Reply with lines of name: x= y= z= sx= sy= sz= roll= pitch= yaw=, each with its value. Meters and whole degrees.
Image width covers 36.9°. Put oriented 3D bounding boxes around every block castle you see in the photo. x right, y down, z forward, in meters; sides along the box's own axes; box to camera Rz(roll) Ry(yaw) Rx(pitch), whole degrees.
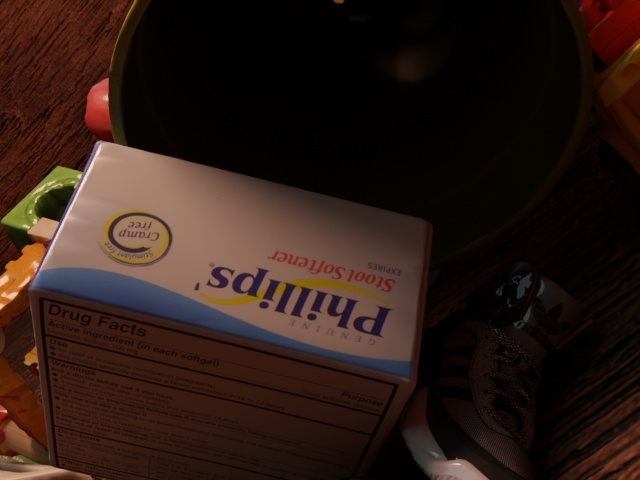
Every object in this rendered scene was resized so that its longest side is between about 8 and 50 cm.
block castle: x=-0.307 y=0.038 z=1.221 sx=0.213 sy=0.303 sz=0.453 roll=14 pitch=52 yaw=33

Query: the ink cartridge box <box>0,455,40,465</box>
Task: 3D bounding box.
ink cartridge box: x=-0.507 y=0.433 z=1.341 sx=0.201 sy=0.117 sz=0.278 roll=-44 pitch=17 yaw=12

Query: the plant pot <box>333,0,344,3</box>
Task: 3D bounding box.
plant pot: x=0.112 y=-0.284 z=1.555 sx=0.215 sy=0.215 sz=0.230 roll=-39 pitch=33 yaw=24

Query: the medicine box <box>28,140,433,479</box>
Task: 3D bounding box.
medicine box: x=-0.075 y=0.092 z=0.774 sx=0.289 sy=0.263 sz=0.149 roll=106 pitch=177 yaw=-51

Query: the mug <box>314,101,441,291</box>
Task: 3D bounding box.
mug: x=0.000 y=0.000 z=1.036 sx=0.328 sy=0.276 sz=0.374 roll=-38 pitch=28 yaw=-3

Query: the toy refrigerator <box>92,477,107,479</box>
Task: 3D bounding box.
toy refrigerator: x=-0.257 y=0.342 z=1.147 sx=0.269 sy=0.094 sz=0.102 roll=-29 pitch=23 yaw=43

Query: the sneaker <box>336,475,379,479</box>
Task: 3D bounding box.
sneaker: x=0.015 y=0.226 z=0.703 sx=0.302 sy=0.121 sz=0.108 roll=-23 pitch=28 yaw=54

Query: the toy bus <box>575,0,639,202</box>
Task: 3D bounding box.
toy bus: x=0.272 y=-0.129 z=0.745 sx=0.149 sy=0.211 sz=0.220 roll=-42 pitch=19 yaw=9

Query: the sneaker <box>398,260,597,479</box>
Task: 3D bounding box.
sneaker: x=0.138 y=0.102 z=0.720 sx=0.153 sy=0.101 sz=0.268 roll=-46 pitch=14 yaw=10

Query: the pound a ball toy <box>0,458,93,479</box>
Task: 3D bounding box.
pound a ball toy: x=-0.345 y=0.353 z=1.069 sx=0.319 sy=0.136 sz=0.208 roll=-16 pitch=78 yaw=54

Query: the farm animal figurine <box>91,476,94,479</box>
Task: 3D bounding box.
farm animal figurine: x=-0.276 y=0.185 z=1.415 sx=0.327 sy=0.172 sz=0.330 roll=-22 pitch=30 yaw=55

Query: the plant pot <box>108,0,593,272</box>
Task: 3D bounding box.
plant pot: x=0.020 y=-0.211 z=0.858 sx=0.366 sy=0.366 sz=0.353 roll=-37 pitch=34 yaw=28
